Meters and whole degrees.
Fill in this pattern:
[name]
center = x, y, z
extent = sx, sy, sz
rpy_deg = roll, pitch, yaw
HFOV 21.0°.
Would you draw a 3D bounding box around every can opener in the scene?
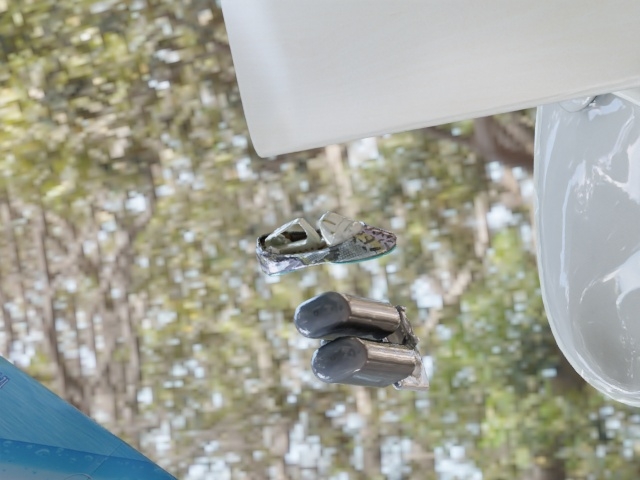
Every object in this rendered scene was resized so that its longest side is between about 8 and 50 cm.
[can opener]
center = 0.026, 0.096, 1.429
extent = 0.076, 0.095, 0.283
rpy_deg = 69, -165, 12

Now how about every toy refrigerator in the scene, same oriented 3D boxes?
[toy refrigerator]
center = 0.071, -0.098, 0.600
extent = 0.094, 0.269, 0.102
rpy_deg = -15, -85, -32

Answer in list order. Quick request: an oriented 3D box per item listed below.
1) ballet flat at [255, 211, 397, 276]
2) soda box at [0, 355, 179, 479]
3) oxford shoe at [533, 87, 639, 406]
[ballet flat]
center = 0.000, 0.000, 1.256
extent = 0.041, 0.114, 0.041
rpy_deg = 26, -121, -54
[soda box]
center = -0.040, 0.081, 0.325
extent = 0.067, 0.210, 0.071
rpy_deg = -49, -51, -15
[oxford shoe]
center = 0.185, -0.118, 0.854
extent = 0.130, 0.169, 0.449
rpy_deg = -27, -47, -56
